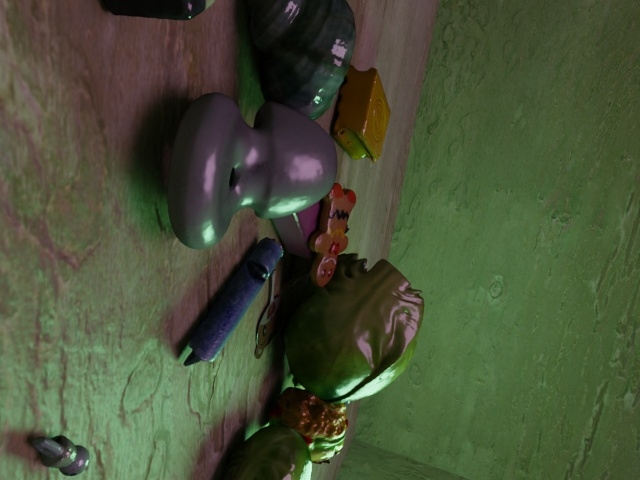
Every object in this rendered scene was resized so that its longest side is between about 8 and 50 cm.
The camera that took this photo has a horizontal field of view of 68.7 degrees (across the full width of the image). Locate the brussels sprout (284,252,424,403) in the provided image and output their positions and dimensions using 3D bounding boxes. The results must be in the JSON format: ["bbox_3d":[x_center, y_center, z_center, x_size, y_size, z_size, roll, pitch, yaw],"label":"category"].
[{"bbox_3d":[0.077,0.267,1.297,0.361,0.343,0.425,-53,154,-27],"label":"brussels sprout"}]

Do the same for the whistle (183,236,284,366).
[{"bbox_3d":[-0.157,0.110,0.881,0.304,0.062,0.062,-60,157,-45],"label":"whistle"}]

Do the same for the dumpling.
[{"bbox_3d":[-0.005,0.000,1.268,0.166,0.086,0.332,-49,-177,36],"label":"dumpling"}]

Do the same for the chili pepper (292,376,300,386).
[{"bbox_3d":[-0.061,0.445,1.515,0.043,0.048,0.208,-36,163,-4],"label":"chili pepper"}]

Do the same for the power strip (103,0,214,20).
[{"bbox_3d":[-0.168,-0.332,0.401,0.256,0.105,0.070,86,21,-46],"label":"power strip"}]

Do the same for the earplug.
[{"bbox_3d":[-0.102,-0.105,0.688,0.326,0.175,0.213,-28,135,-54],"label":"earplug"}]

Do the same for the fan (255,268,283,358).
[{"bbox_3d":[-0.122,0.169,1.142,0.152,0.008,0.226,-49,149,-57],"label":"fan"}]

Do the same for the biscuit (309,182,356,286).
[{"bbox_3d":[0.031,-0.008,1.122,0.165,0.036,0.249,8,97,-61],"label":"biscuit"}]

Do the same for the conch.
[{"bbox_3d":[-0.034,-0.315,0.775,0.195,0.220,0.277,-40,133,0],"label":"conch"}]

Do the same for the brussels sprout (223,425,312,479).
[{"bbox_3d":[-0.125,0.566,1.117,0.244,0.244,0.243,13,90,-74],"label":"brussels sprout"}]

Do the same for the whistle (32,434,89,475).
[{"bbox_3d":[-0.302,0.250,0.548,0.100,0.035,0.035,81,27,-50],"label":"whistle"}]

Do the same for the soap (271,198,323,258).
[{"bbox_3d":[-0.041,-0.096,1.070,0.259,0.081,0.181,74,33,-59],"label":"soap"}]

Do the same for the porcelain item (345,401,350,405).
[{"bbox_3d":[0.024,0.427,1.552,0.287,0.138,0.186,-87,165,-45],"label":"porcelain item"}]

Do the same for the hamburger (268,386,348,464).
[{"bbox_3d":[-0.029,0.497,1.317,0.237,0.237,0.148,-30,140,-69],"label":"hamburger"}]

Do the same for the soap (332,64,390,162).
[{"bbox_3d":[0.132,-0.364,1.415,0.324,0.096,0.204,16,87,-74],"label":"soap"}]
